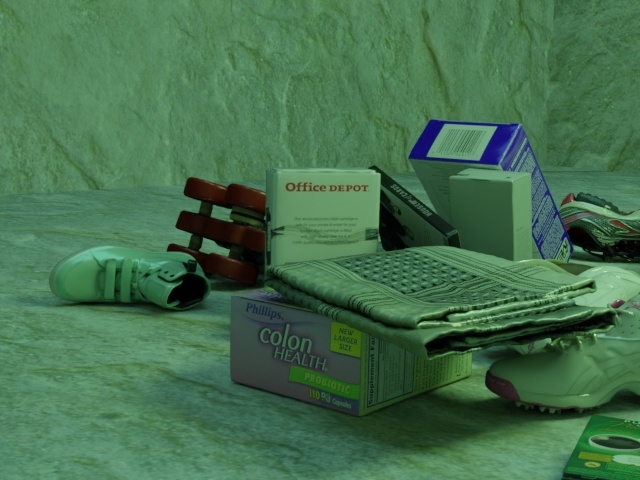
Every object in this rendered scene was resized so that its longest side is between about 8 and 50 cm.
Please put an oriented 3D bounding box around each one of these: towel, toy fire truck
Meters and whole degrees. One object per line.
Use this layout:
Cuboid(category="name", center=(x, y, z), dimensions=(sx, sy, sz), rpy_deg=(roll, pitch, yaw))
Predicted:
Cuboid(category="towel", center=(0.141, 0.058, 1.325), dimensions=(0.312, 0.056, 0.324), rpy_deg=(-4, 15, -36))
Cuboid(category="toy fire truck", center=(-0.127, -0.001, 2.108), dimensions=(0.254, 0.169, 0.302), rpy_deg=(18, -4, -43))

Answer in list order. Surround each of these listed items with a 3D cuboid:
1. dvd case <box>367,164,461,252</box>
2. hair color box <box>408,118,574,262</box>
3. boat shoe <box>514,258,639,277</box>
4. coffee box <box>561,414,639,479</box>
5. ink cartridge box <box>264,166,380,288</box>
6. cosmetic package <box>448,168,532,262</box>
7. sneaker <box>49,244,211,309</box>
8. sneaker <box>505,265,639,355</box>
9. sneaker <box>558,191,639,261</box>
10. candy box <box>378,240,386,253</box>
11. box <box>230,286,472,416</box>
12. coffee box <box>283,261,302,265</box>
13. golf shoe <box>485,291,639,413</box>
Cuboid(category="dvd case", center=(0.159, 0.000, 1.828), dimensions=(0.029, 0.179, 0.238), rpy_deg=(-30, 41, -16))
Cuboid(category="hair color box", center=(0.312, -0.063, 2.007), dimensions=(0.185, 0.339, 0.110), rpy_deg=(8, 54, 37))
Cuboid(category="boat shoe", center=(0.356, 0.083, 1.737), dimensions=(0.324, 0.116, 0.097), rpy_deg=(0, 4, -30))
Cuboid(category="coffee box", center=(0.305, 0.221, 1.092), dimensions=(0.113, 0.040, 0.184), rpy_deg=(5, 10, 20))
Cuboid(category="ink cartridge box", center=(0.000, 0.000, 1.804), dimensions=(0.172, 0.237, 0.100), rpy_deg=(-1, 9, -11))
Cuboid(category="cosmetic package", center=(0.279, 0.003, 1.827), dimensions=(0.117, 0.231, 0.085), rpy_deg=(7, 17, 32))
Cuboid(category="sneaker", center=(-0.305, 0.065, 1.827), dimensions=(0.256, 0.094, 0.151), rpy_deg=(-4, 13, -22))
Cuboid(category="sneaker", center=(0.379, 0.121, 1.600), dimensions=(0.305, 0.114, 0.152), rpy_deg=(-10, 27, -32))
Cuboid(category="sneaker", center=(0.633, 0.000, 2.341), dimensions=(0.299, 0.121, 0.112), rpy_deg=(15, 50, 25))
Cuboid(category="candy box", center=(0.067, 0.051, 2.017), dimensions=(0.159, 0.071, 0.233), rpy_deg=(5, 11, 20))
Cuboid(category="box", center=(0.044, 0.123, 1.434), dimensions=(0.213, 0.117, 0.243), rpy_deg=(9, 11, 39))
Cuboid(category="coffee box", center=(0.061, 0.093, 1.674), dimensions=(0.246, 0.098, 0.141), rpy_deg=(2, 10, 4))
Cuboid(category="golf shoe", center=(0.343, 0.130, 1.360), dimensions=(0.306, 0.140, 0.115), rpy_deg=(-3, 12, -17))
